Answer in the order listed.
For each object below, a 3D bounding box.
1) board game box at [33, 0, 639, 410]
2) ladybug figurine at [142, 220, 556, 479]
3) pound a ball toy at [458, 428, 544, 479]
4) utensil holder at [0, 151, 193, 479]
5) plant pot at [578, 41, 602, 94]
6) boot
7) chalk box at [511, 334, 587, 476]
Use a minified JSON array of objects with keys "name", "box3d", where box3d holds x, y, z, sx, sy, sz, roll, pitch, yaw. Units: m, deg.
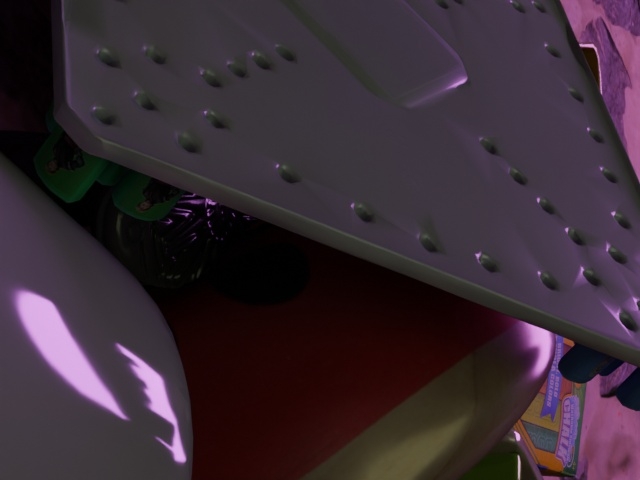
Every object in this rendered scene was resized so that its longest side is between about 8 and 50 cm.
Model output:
[{"name":"board game box","box3d":[0.015,-0.106,0.857,0.390,0.050,0.390,21,37,-29]},{"name":"ladybug figurine","box3d":[-0.068,0.098,0.859,0.449,0.305,0.162,-28,101,-23]},{"name":"pound a ball toy","box3d":[-0.015,0.251,0.996,0.136,0.319,0.208,60,29,-48]},{"name":"utensil holder","box3d":[-0.269,0.037,0.555,0.385,0.327,0.328,45,53,-49]},{"name":"plant pot","box3d":[0.115,-0.053,1.275,0.212,0.187,0.212,-10,97,-59]},{"name":"boot","box3d":[-0.145,-0.027,0.841,0.189,0.208,0.076,-26,120,-65]},{"name":"chalk box","box3d":[0.164,0.144,1.402,0.213,0.132,0.132,22,71,-55]}]
